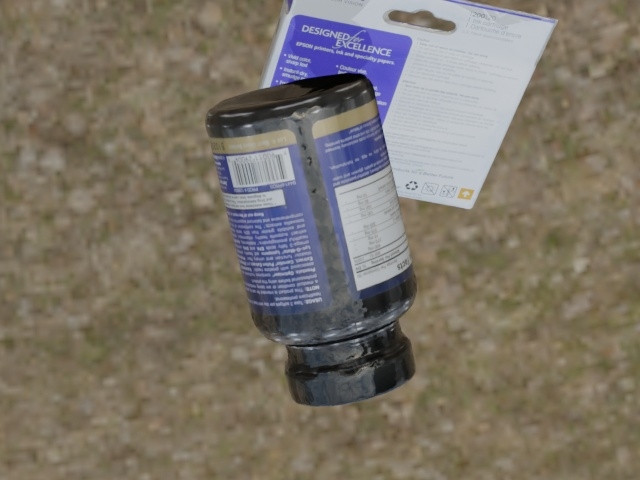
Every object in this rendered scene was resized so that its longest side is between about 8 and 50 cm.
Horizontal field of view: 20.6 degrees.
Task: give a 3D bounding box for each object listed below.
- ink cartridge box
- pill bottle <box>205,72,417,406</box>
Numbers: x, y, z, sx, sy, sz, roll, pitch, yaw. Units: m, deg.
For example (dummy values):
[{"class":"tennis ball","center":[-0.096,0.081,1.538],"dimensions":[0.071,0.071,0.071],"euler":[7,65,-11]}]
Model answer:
[{"class":"ink cartridge box","center":[0.057,-0.125,1.393],"dimensions":[0.206,0.045,0.208],"euler":[10,134,-12]},{"class":"pill bottle","center":[0.000,0.000,1.246],"dimensions":[0.122,0.219,0.123],"euler":[-12,-168,3]}]
